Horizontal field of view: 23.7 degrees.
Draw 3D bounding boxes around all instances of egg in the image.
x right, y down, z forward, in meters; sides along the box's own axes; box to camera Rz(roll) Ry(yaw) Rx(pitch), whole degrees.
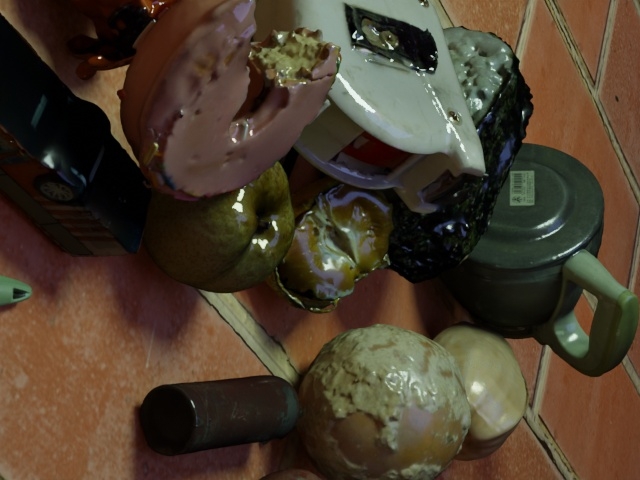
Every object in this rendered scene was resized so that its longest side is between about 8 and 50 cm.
[{"bbox_3d":[0.072,0.196,1.758,0.245,0.203,0.203,-5,92,-72],"label":"egg"}]

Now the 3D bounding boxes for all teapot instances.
[{"bbox_3d":[0.309,0.029,2.105,0.239,0.321,0.239,-57,152,-35],"label":"teapot"}]

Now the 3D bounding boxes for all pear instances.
[{"bbox_3d":[-0.100,-0.025,1.521,0.167,0.136,0.167,-7,99,-58],"label":"pear"}]

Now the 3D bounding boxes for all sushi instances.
[{"bbox_3d":[0.137,-0.107,1.902,0.350,0.211,0.171,-63,145,-33],"label":"sushi"}]

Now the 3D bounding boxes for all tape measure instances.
[{"bbox_3d":[0.054,-0.179,1.693,0.265,0.130,0.258,11,55,-40],"label":"tape measure"}]

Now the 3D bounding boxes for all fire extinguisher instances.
[{"bbox_3d":[-0.091,0.186,1.598,0.089,0.072,0.267,-60,155,13],"label":"fire extinguisher"}]

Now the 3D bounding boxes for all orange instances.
[{"bbox_3d":[0.000,0.000,1.721,0.170,0.112,0.160,15,91,-48],"label":"orange"}]

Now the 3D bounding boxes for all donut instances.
[{"bbox_3d":[-0.093,-0.129,1.368,0.199,0.085,0.233,-53,153,10],"label":"donut"}]

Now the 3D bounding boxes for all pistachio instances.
[{"bbox_3d":[0.201,0.196,2.043,0.229,0.157,0.157,-72,149,-61],"label":"pistachio"}]

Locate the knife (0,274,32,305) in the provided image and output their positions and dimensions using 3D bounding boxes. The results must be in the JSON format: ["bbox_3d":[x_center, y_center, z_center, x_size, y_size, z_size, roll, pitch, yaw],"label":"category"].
[{"bbox_3d":[-0.328,0.042,1.221,0.293,0.020,0.043,9,81,-60],"label":"knife"}]

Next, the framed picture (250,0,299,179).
[{"bbox_3d":[-0.058,-0.186,1.743,0.199,0.010,0.195,59,39,-40],"label":"framed picture"}]

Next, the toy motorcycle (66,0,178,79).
[{"bbox_3d":[-0.208,-0.274,1.360,0.326,0.147,0.221,51,23,-50],"label":"toy motorcycle"}]

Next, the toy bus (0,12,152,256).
[{"bbox_3d":[-0.273,-0.121,1.259,0.409,0.092,0.093,51,42,-47],"label":"toy bus"}]

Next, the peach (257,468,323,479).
[{"bbox_3d":[-0.027,0.327,1.650,0.152,0.152,0.152,9,80,-61],"label":"peach"}]
